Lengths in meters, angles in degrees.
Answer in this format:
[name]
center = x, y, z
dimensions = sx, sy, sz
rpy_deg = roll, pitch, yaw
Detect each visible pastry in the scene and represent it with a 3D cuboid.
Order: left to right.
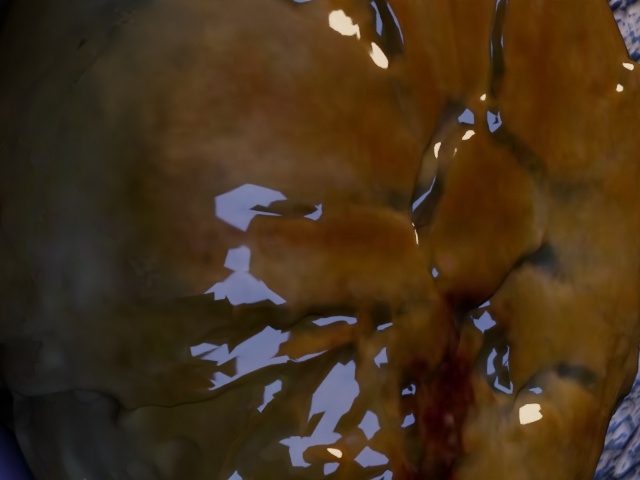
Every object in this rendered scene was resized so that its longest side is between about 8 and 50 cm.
[pastry]
center = 0.000, 0.000, 0.541
dimensions = 0.410, 0.245, 0.409
rpy_deg = -2, 93, -45

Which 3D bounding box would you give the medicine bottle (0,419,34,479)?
[medicine bottle]
center = -0.189, 0.148, 0.486
dimensions = 0.152, 0.152, 0.254
rpy_deg = -48, 128, -21
